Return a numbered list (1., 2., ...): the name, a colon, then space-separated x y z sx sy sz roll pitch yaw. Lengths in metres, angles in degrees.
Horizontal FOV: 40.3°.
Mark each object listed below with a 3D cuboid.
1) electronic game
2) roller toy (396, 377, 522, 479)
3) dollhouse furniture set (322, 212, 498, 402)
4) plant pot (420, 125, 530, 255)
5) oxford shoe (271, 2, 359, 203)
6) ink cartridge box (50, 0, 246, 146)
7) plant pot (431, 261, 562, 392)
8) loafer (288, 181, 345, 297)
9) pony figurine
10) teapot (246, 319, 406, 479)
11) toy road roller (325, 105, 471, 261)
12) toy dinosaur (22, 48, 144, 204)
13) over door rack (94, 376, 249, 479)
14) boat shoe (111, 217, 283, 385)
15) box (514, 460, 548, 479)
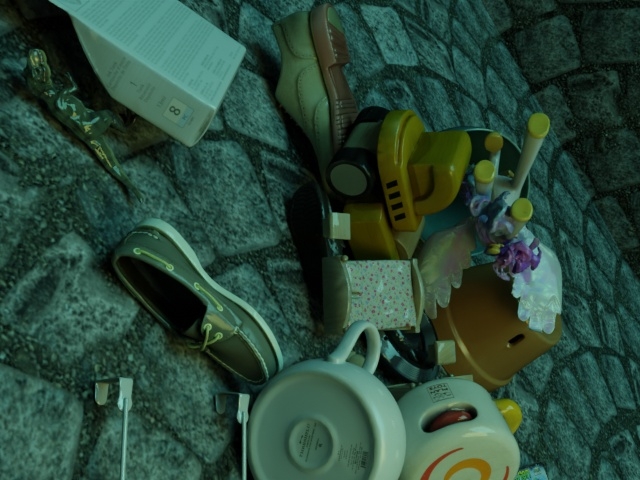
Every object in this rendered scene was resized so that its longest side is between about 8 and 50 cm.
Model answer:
1. electronic game: 0.157 0.177 1.719 0.229 0.048 0.229 35 36 -30
2. roller toy: 0.200 0.315 1.358 0.191 0.209 0.146 27 22 -27
3. dollhouse furniture set: 0.176 0.125 1.551 0.303 0.173 0.356 1 83 -37
4. plant pot: 0.297 -0.131 1.974 0.290 0.290 0.195 43 3 -26
5. oxford shoe: -0.007 -0.266 1.768 0.140 0.146 0.397 -9 91 -70
6. ink cartridge box: -0.318 -0.337 1.399 0.385 0.091 0.308 32 28 -12
7. plant pot: 0.386 0.166 1.899 0.291 0.203 0.291 34 41 -36
8. loafer: 0.000 0.000 1.621 0.078 0.080 0.220 8 69 -56
9. pony figurine: 0.347 -0.025 1.702 0.363 0.302 0.351 80 24 -64
10. teapot: 0.026 0.288 1.298 0.253 0.256 0.187 58 19 19
11. toy road roller: 0.171 -0.092 1.673 0.203 0.240 0.330 -61 143 -45
12. toy dinosaur: -0.339 -0.183 1.308 0.268 0.064 0.118 51 37 -24
13. over door rack: -0.158 0.329 1.124 0.239 0.108 0.324 19 51 -47
14. boat shoe: -0.179 0.106 1.265 0.305 0.109 0.091 48 35 -9
15. box: 0.425 0.534 1.829 0.207 0.036 0.114 6 61 -52
